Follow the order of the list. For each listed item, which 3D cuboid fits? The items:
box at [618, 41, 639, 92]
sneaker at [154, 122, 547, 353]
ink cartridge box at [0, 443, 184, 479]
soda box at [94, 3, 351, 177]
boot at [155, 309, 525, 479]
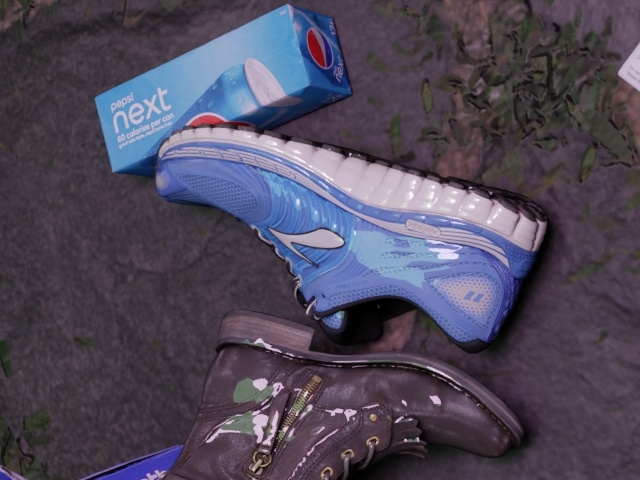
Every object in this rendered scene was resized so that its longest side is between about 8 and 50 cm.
[{"bbox_3d":[0.289,-0.124,0.888,0.126,0.072,0.137,44,112,26],"label":"box"},{"bbox_3d":[0.000,0.000,1.039,0.330,0.130,0.147,18,96,32],"label":"sneaker"},{"bbox_3d":[-0.139,0.349,1.067,0.395,0.151,0.270,55,135,23],"label":"ink cartridge box"},{"bbox_3d":[-0.083,-0.119,1.130,0.210,0.067,0.071,-20,78,31],"label":"soda box"},{"bbox_3d":[-0.006,0.185,0.977,0.263,0.091,0.229,15,65,12],"label":"boot"}]
